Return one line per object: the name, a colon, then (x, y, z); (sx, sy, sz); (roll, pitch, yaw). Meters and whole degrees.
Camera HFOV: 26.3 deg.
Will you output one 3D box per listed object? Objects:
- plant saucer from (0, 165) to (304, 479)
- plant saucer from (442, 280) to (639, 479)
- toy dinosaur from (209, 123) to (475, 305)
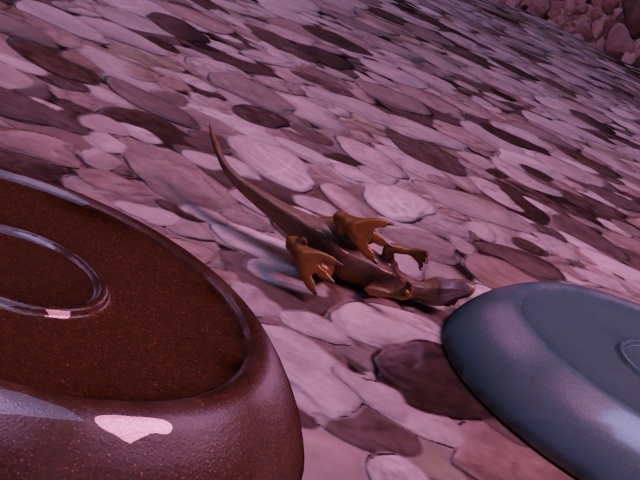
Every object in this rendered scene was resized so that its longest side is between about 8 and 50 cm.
plant saucer: (-0.143, 0.029, 0.615); (0.311, 0.050, 0.310); (21, 18, -7)
plant saucer: (0.231, 0.106, 0.886); (0.318, 0.043, 0.317); (21, 17, -7)
toy dinosaur: (0.000, 0.000, 0.897); (0.211, 0.064, 0.112); (32, -1, -3)
